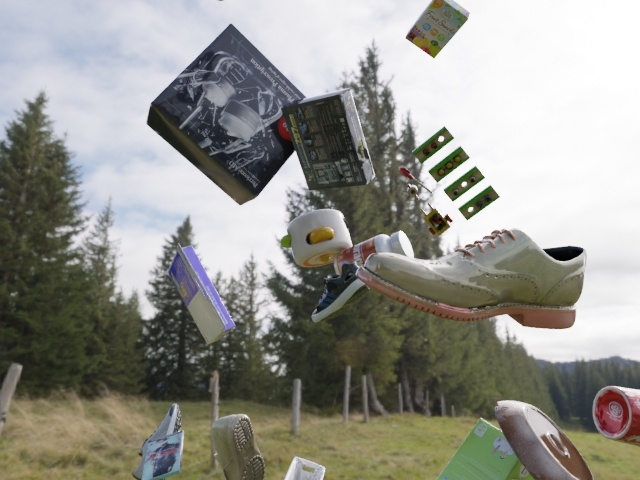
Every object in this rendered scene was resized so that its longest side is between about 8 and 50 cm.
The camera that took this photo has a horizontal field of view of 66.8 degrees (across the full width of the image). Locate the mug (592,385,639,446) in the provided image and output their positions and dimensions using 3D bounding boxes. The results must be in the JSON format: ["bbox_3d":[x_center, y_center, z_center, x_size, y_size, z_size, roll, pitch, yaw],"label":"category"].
[{"bbox_3d":[0.595,0.312,0.849,0.170,0.113,0.150,13,-29,-7],"label":"mug"}]

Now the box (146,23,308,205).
[{"bbox_3d":[-0.227,-0.327,1.314,0.343,0.312,0.179,41,-18,-15],"label":"box"}]

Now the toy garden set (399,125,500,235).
[{"bbox_3d":[0.326,-0.145,1.304,0.204,0.244,0.049,-38,8,20],"label":"toy garden set"}]

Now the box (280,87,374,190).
[{"bbox_3d":[0.019,-0.246,1.220,0.184,0.232,0.059,-2,27,37],"label":"box"}]

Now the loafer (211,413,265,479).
[{"bbox_3d":[-0.211,0.550,1.230,0.092,0.268,0.102,5,19,32],"label":"loafer"}]

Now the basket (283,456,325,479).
[{"bbox_3d":[-0.063,0.798,1.556,0.113,0.103,0.167,16,11,9],"label":"basket"}]

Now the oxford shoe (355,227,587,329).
[{"bbox_3d":[0.243,0.041,0.757,0.397,0.146,0.140,7,14,-24],"label":"oxford shoe"}]

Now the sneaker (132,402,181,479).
[{"bbox_3d":[-0.531,0.659,1.600,0.108,0.271,0.100,7,-49,3],"label":"sneaker"}]

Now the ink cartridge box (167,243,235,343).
[{"bbox_3d":[-0.264,0.119,1.080,0.045,0.206,0.208,-27,-8,-29],"label":"ink cartridge box"}]

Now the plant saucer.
[{"bbox_3d":[0.360,0.328,0.761,0.199,0.198,0.036,21,-61,-45],"label":"plant saucer"}]

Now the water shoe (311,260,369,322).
[{"bbox_3d":[0.038,0.116,1.098,0.073,0.080,0.203,-9,-26,-42],"label":"water shoe"}]

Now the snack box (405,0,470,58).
[{"bbox_3d":[0.300,-0.555,1.255,0.100,0.037,0.141,30,-35,-12],"label":"snack box"}]

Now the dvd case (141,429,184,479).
[{"bbox_3d":[-0.359,0.495,1.114,0.087,0.013,0.119,-16,23,-4],"label":"dvd case"}]

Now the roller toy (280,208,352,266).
[{"bbox_3d":[0.000,0.000,1.535,0.191,0.146,0.209,1,-25,-44],"label":"roller toy"}]

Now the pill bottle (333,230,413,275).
[{"bbox_3d":[0.157,0.055,1.433,0.216,0.121,0.121,-25,-28,25],"label":"pill bottle"}]

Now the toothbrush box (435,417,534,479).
[{"bbox_3d":[0.315,0.530,0.935,0.206,0.283,0.122,48,-16,-27],"label":"toothbrush box"}]
